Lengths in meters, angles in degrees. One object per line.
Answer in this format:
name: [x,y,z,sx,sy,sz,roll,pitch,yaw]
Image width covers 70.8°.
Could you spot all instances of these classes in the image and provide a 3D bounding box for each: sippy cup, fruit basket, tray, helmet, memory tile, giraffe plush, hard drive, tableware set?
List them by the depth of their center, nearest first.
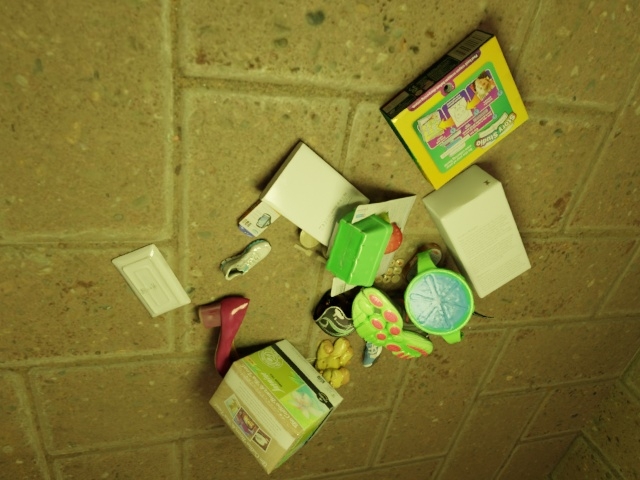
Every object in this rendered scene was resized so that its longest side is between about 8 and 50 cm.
hard drive: [-0.011,-0.132,1.431,0.318,0.040,0.210,35,93,-33]
tray: [-0.547,0.144,1.471,0.145,0.030,0.271,-21,126,-2]
fruit basket: [0.174,0.005,1.520,0.353,0.165,0.328,-21,135,-51]
tableware set: [0.000,0.000,1.549,0.194,0.039,0.128,31,95,-38]
sippy cup: [0.436,0.200,1.643,0.239,0.224,0.306,16,100,15]
helmet: [0.073,0.280,1.682,0.161,0.169,0.170,31,110,-14]
memory tile: [0.245,0.117,1.721,0.147,0.012,0.113,-1,122,-18]
giraffe plush: [0.052,0.521,1.826,0.210,0.171,0.182,-23,127,-2]

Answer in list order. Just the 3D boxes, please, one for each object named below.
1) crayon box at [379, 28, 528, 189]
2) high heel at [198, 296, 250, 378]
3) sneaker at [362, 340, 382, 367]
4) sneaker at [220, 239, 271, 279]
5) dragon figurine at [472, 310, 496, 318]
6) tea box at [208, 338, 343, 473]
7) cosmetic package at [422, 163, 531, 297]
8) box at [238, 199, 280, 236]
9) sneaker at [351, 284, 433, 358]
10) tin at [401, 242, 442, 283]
crayon box: [0.417,-0.389,1.387,0.362,0.106,0.313,-38,127,9]
high heel: [-0.301,0.375,1.636,0.181,0.127,0.378,-11,122,2]
sneaker: [0.217,0.437,1.891,0.081,0.080,0.211,15,107,-19]
sneaker: [-0.241,0.073,1.492,0.190,0.083,0.071,-33,124,4]
dragon figurine: [0.546,0.245,1.789,0.085,0.289,0.144,-55,159,22]
tea box: [-0.155,0.579,1.629,0.323,0.329,0.220,-9,136,-60]
cosmetic package: [0.576,-0.022,1.645,0.229,0.162,0.453,-33,126,5]
box: [-0.198,-0.072,1.444,0.136,0.028,0.081,-39,125,12]
sneaker: [0.258,0.285,1.683,0.185,0.203,0.483,-23,138,23]
tin: [0.393,0.093,1.740,0.106,0.040,0.190,22,113,-33]
